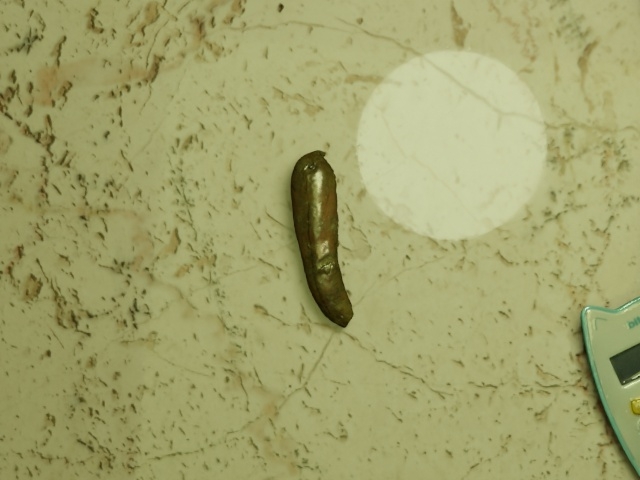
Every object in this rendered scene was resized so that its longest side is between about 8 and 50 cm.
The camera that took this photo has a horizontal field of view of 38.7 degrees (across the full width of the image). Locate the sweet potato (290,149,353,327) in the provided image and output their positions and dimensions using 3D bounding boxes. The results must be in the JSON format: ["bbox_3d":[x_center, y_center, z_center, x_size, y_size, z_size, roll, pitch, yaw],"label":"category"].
[{"bbox_3d":[0.000,0.000,1.380,0.075,0.075,0.273,-9,89,0],"label":"sweet potato"}]

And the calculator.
[{"bbox_3d":[0.555,0.234,1.368,0.256,0.054,0.386,-26,88,-1],"label":"calculator"}]
